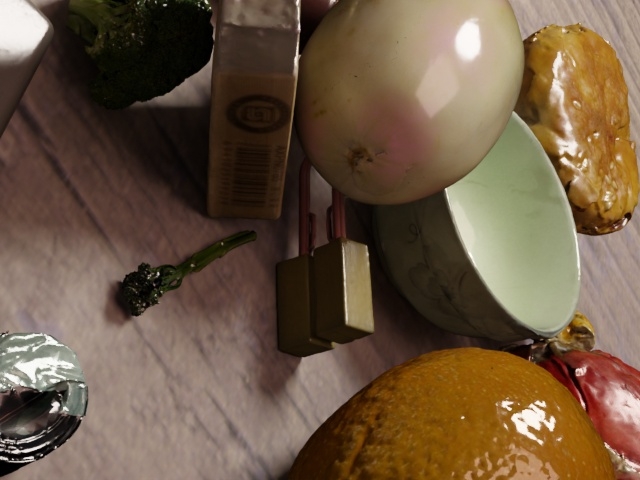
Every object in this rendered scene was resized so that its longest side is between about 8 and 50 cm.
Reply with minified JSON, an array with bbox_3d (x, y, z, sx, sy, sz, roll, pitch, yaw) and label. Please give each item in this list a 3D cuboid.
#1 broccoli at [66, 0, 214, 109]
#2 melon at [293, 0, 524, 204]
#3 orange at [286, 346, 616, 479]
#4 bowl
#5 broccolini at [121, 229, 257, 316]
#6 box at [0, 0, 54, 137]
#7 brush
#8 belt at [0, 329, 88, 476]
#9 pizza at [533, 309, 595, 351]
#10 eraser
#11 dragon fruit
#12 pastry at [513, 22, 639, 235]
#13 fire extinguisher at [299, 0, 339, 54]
[{"bbox_3d":[-0.170,-0.197,1.273,0.138,0.145,0.162,21,34,-3],"label":"broccoli"},{"bbox_3d":[0.095,-0.169,1.404,0.223,0.223,0.317,58,38,-20],"label":"melon"},{"bbox_3d":[0.121,0.271,1.315,0.357,0.322,0.322,-16,89,-45],"label":"orange"},{"bbox_3d":[0.176,-0.015,1.630,0.307,0.163,0.307,26,55,-45],"label":"bowl"},{"bbox_3d":[-0.124,0.027,1.324,0.042,0.044,0.218,57,30,5],"label":"broccolini"},{"bbox_3d":[-0.307,-0.122,1.115,0.103,0.055,0.243,46,42,-31],"label":"box"},{"bbox_3d":[0.000,0.000,1.442,0.047,0.103,0.233,20,59,-44],"label":"brush"},{"bbox_3d":[-0.251,0.130,1.081,0.140,0.058,0.105,-27,92,-51],"label":"belt"},{"bbox_3d":[0.274,0.088,1.763,0.182,0.161,0.062,-85,-166,-78],"label":"pizza"},{"bbox_3d":[-0.063,-0.155,1.260,0.343,0.078,0.144,103,-10,-64],"label":"eraser"},{"bbox_3d":[0.313,0.281,1.596,0.277,0.277,0.342,7,83,-52],"label":"dragon fruit"},{"bbox_3d":[0.339,-0.149,1.911,0.255,0.162,0.310,15,65,-48],"label":"pastry"},{"bbox_3d":[-0.034,-0.297,1.490,0.344,0.138,0.102,42,29,-34],"label":"fire extinguisher"}]
